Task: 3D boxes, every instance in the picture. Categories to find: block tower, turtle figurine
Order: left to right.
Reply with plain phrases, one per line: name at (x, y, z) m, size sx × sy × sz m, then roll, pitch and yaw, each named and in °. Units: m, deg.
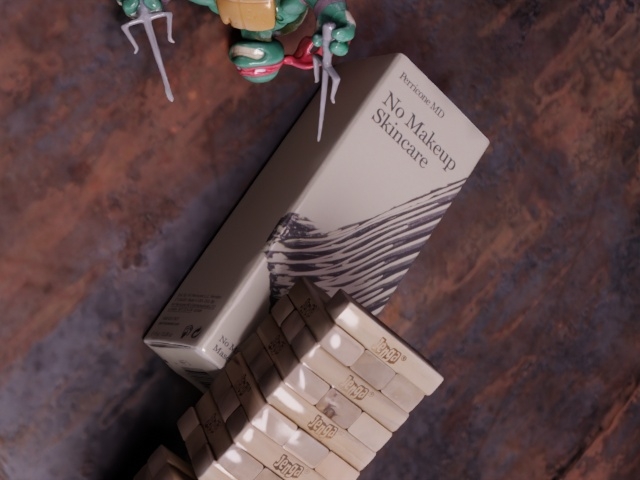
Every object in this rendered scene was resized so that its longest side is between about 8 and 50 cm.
block tower at (-0.069, 0.176, 1.123) m, size 0.091 × 0.097 × 0.335 m, roll 39°, pitch 96°, yaw -24°
turtle figurine at (-0.057, -0.190, 1.198) m, size 0.118 × 0.175 × 0.234 m, roll -64°, pitch 151°, yaw -64°

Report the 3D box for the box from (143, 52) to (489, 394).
box at (0.000, 0.000, 1.237) m, size 0.113 × 0.094 × 0.275 m, roll 41°, pitch 70°, yaw -24°
